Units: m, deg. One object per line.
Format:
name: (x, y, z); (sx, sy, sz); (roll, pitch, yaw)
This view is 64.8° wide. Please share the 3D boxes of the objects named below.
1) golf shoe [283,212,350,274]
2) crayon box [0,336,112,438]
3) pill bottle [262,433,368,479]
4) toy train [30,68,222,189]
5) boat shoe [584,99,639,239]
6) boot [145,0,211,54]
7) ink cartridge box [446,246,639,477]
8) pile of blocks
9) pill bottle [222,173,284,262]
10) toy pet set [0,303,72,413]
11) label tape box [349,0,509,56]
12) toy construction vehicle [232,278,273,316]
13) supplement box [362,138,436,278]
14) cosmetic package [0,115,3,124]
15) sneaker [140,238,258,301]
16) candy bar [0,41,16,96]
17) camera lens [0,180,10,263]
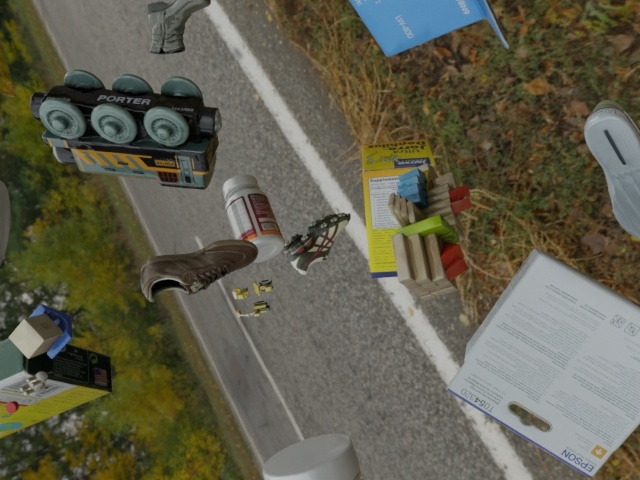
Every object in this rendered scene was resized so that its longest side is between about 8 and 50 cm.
golf shoe: (0.000, 0.000, 1.701); (0.105, 0.273, 0.120); (14, 134, 57)
crayon box: (-0.575, 0.276, 0.909); (0.202, 0.319, 0.081); (51, -162, -58)
pill bottle: (0.022, 0.436, 0.708); (0.160, 0.161, 0.282); (-24, 83, 64)
toy train: (-0.341, -0.192, 0.915); (0.190, 0.334, 0.142); (94, -179, -47)
boat shoe: (0.595, -0.131, 0.950); (0.109, 0.094, 0.302); (-13, 120, 46)
boot: (-0.443, -0.679, 1.602); (0.247, 0.083, 0.161); (-4, 96, 24)
ink cartridge box: (0.464, 0.232, 0.962); (0.324, 0.071, 0.330); (31, 108, 6)
pile of blocks: (0.208, -0.056, 0.908); (0.113, 0.362, 0.149); (-21, 123, 27)
pill bottle: (-0.185, -0.061, 1.352); (0.121, 0.121, 0.221); (113, 140, -55)
toy pet set: (-0.388, 0.138, 0.659); (0.122, 0.114, 0.065); (45, -171, 5)
label tape box: (0.036, -0.308, 0.450); (0.240, 0.106, 0.333); (44, -149, -34)
toy construction vehicle: (-0.159, 0.143, 1.214); (0.035, 0.098, 0.085); (-106, 9, -59)
supplement box: (0.229, -0.090, 1.475); (0.195, 0.194, 0.356); (-84, -11, -58)
cosmetic package: (-1.052, -0.278, 1.152); (0.393, 0.330, 0.327); (53, -166, -38)
sneaker: (-0.188, 0.054, 0.800); (0.066, 0.189, 0.071); (77, 180, -54)
candy bar: (-0.543, -0.309, 0.840); (0.018, 0.040, 0.161); (-31, 73, 19)
camera lens: (-0.817, -0.041, 1.033); (0.219, 0.275, 0.219); (-176, 90, -72)
